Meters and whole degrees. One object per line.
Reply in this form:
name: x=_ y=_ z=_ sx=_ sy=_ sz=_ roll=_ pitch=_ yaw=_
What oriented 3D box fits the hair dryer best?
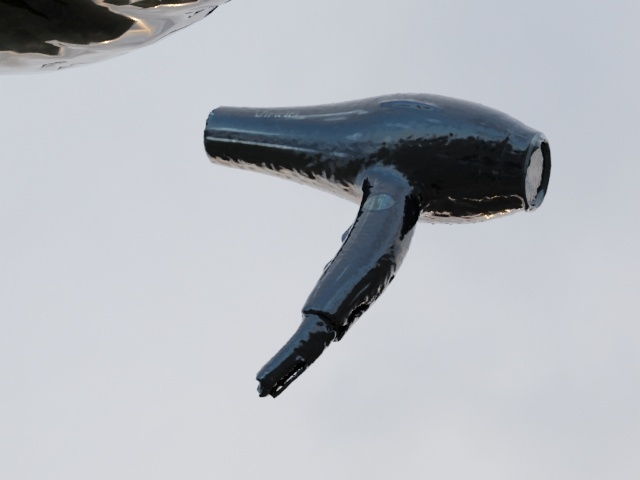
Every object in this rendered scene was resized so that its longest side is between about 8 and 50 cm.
hair dryer: x=0.000 y=0.000 z=0.998 sx=0.196 sy=0.219 sz=0.075 roll=7 pitch=-48 yaw=24

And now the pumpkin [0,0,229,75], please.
pumpkin: x=-0.090 y=-0.107 z=0.296 sx=0.238 sy=0.159 sz=0.238 roll=0 pitch=-25 yaw=0
